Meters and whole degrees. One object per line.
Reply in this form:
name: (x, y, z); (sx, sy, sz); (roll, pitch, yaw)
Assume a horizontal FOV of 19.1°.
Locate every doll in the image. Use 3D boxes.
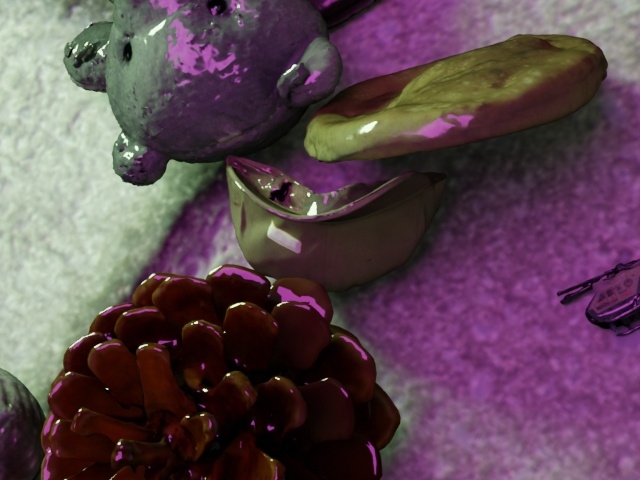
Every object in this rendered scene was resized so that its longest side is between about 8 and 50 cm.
doll: (-0.125, -0.200, 1.500); (0.246, 0.158, 0.340); (-36, 59, 21)

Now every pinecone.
pinecone: (-0.079, 0.146, 1.327); (0.264, 0.264, 0.264); (-7, 70, 18)

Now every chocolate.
chocolate: (-0.308, 0.120, 1.498); (0.248, 0.110, 0.110); (35, 87, 27)

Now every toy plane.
toy plane: (0.232, 0.030, 1.367); (0.121, 0.031, 0.049); (-28, 56, 12)

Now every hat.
hat: (0.000, 0.000, 1.364); (0.166, 0.173, 0.144); (3, 115, 9)

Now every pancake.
pancake: (0.091, -0.110, 1.376); (0.242, 0.242, 0.050); (-10, 103, 17)

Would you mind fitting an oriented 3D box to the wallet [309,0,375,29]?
wallet: (-0.010, -0.326, 1.574); (0.165, 0.042, 0.309); (-30, 64, 7)
